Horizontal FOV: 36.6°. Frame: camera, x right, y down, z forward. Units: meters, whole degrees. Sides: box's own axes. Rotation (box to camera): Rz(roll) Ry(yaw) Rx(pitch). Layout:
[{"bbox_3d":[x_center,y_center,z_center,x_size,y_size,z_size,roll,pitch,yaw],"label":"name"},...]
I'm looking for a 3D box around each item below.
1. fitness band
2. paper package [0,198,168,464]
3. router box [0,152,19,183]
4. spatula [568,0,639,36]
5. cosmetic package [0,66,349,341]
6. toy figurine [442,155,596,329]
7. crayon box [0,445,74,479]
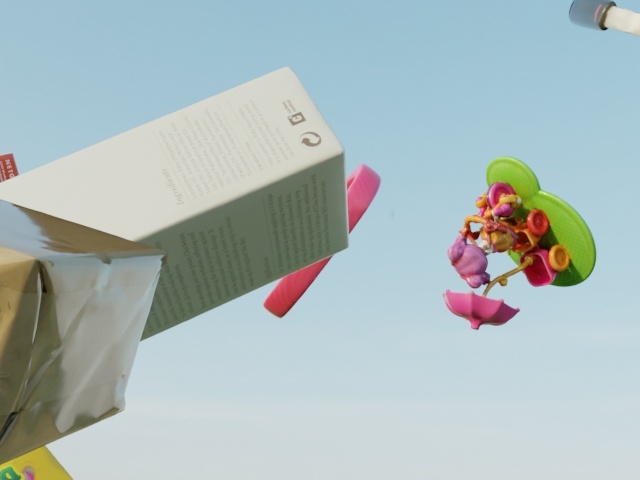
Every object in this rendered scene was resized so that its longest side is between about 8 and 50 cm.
[{"bbox_3d":[0.000,0.000,1.595,0.054,0.291,0.209,36,4,-3],"label":"fitness band"},{"bbox_3d":[-0.339,0.044,0.825,0.325,0.168,0.309,17,3,9],"label":"paper package"},{"bbox_3d":[-0.650,-0.055,1.513,0.301,0.082,0.335,-18,10,-28],"label":"router box"},{"bbox_3d":[0.261,-0.187,0.822,0.030,0.084,0.296,14,17,-10],"label":"spatula"},{"bbox_3d":[-0.199,-0.014,1.214,0.453,0.161,0.230,-24,-30,-12],"label":"cosmetic package"},{"bbox_3d":[0.192,0.018,1.050,0.130,0.159,0.173,-16,-72,56],"label":"toy figurine"},{"bbox_3d":[-0.488,0.503,1.467,0.363,0.313,0.106,-21,-28,-56],"label":"crayon box"}]
